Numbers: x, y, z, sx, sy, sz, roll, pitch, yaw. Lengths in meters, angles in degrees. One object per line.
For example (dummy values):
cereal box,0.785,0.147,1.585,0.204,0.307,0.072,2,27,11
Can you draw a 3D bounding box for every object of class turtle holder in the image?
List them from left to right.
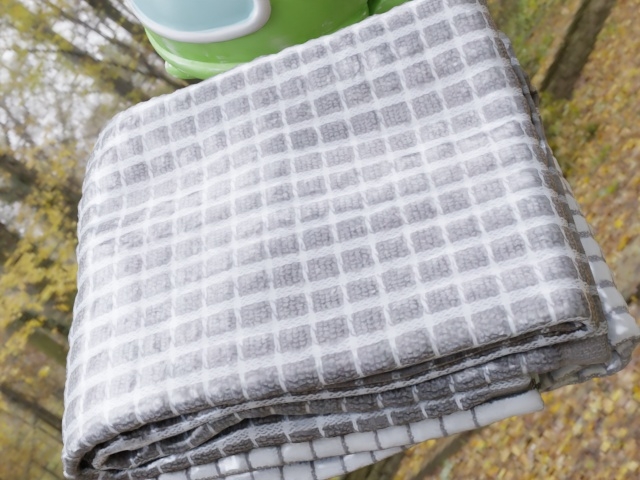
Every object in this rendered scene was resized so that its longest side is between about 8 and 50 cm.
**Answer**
turtle holder,-0.048,-0.257,0.745,0.243,0.320,0.227,-41,-39,-10

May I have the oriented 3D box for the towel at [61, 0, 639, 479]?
towel,0.000,0.000,0.477,0.284,0.121,0.235,-18,48,11
